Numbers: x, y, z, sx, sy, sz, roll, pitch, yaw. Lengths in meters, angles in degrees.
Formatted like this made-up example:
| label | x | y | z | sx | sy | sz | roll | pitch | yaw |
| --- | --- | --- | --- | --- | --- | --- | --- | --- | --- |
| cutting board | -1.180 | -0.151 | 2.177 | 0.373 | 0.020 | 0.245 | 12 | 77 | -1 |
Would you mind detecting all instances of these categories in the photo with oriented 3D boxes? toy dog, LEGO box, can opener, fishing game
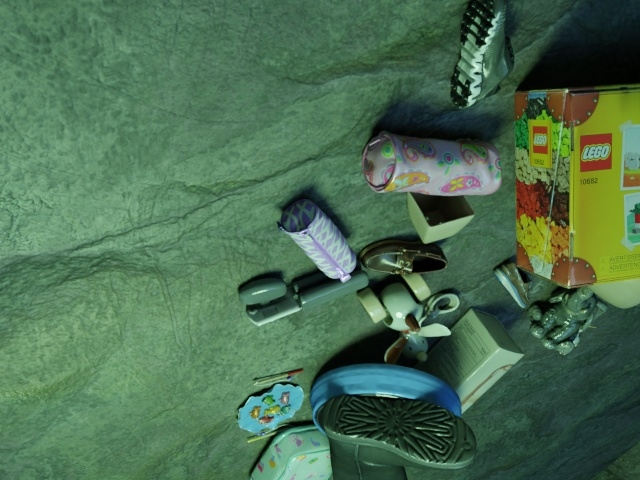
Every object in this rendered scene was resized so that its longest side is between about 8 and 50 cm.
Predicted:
| label | x | y | z | sx | sy | sz | roll | pitch | yaw |
| --- | --- | --- | --- | --- | --- | --- | --- | --- | --- |
| toy dog | 0.222 | 0.208 | 1.701 | 0.220 | 0.161 | 0.334 | -42 | 137 | 14 |
| LEGO box | 0.660 | -0.131 | 1.426 | 0.501 | 0.193 | 0.372 | -6 | 101 | -13 |
| can opener | -0.032 | 0.105 | 1.523 | 0.281 | 0.074 | 0.093 | -17 | 136 | -15 |
| fishing game | -0.124 | 0.436 | 1.820 | 0.189 | 0.041 | 0.264 | -9 | 134 | -25 |

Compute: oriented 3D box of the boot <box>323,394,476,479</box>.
| label | x | y | z | sx | sy | sz | roll | pitch | yaw |
| --- | --- | --- | --- | --- | --- | --- | --- | --- | --- |
| boot | 0.195 | 0.569 | 1.779 | 0.367 | 0.146 | 0.445 | 12 | 138 | 18 |

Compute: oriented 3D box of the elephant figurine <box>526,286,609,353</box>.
| label | x | y | z | sx | sy | sz | roll | pitch | yaw |
| --- | --- | --- | --- | --- | --- | --- | --- | --- | --- |
| elephant figurine | 0.697 | 0.185 | 1.940 | 0.169 | 0.186 | 0.239 | 26 | 123 | -12 |

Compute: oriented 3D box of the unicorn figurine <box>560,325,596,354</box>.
| label | x | y | z | sx | sy | sz | roll | pitch | yaw |
| --- | --- | --- | --- | --- | --- | --- | --- | --- | --- |
| unicorn figurine | 0.767 | 0.291 | 2.174 | 0.111 | 0.060 | 0.162 | -31 | 154 | 0 |

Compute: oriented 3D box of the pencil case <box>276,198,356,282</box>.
| label | x | y | z | sx | sy | sz | roll | pitch | yaw |
| --- | --- | --- | --- | --- | --- | --- | --- | --- | --- |
| pencil case | 0.000 | 0.000 | 1.429 | 0.086 | 0.088 | 0.206 | -37 | 139 | 6 |

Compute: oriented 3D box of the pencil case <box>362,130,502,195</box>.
| label | x | y | z | sx | sy | sz | roll | pitch | yaw |
| --- | --- | --- | --- | --- | --- | --- | --- | --- | --- |
| pencil case | 0.223 | -0.149 | 1.393 | 0.284 | 0.124 | 0.124 | -1 | 131 | -30 |

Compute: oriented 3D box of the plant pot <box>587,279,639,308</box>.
| label | x | y | z | sx | sy | sz | roll | pitch | yaw |
| --- | --- | --- | --- | --- | --- | --- | --- | --- | --- |
| plant pot | 0.696 | -0.003 | 1.718 | 0.191 | 0.284 | 0.284 | 24 | 122 | -4 |

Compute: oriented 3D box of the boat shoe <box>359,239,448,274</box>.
| label | x | y | z | sx | sy | sz | roll | pitch | yaw |
| --- | --- | --- | --- | --- | --- | --- | --- | --- | --- |
| boat shoe | 0.190 | 0.042 | 1.589 | 0.207 | 0.073 | 0.073 | -6 | 134 | -23 |

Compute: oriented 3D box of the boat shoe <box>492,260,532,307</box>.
| label | x | y | z | sx | sy | sz | roll | pitch | yaw |
| --- | --- | --- | --- | --- | --- | --- | --- | --- | --- |
| boat shoe | 0.514 | 0.115 | 1.845 | 0.066 | 0.066 | 0.183 | -40 | 137 | 9 |

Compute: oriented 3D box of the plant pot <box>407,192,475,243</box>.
| label | x | y | z | sx | sy | sz | roll | pitch | yaw |
| --- | --- | --- | --- | --- | --- | --- | --- | --- | --- |
| plant pot | 0.246 | -0.055 | 1.506 | 0.109 | 0.109 | 0.096 | -16 | 148 | -16 |

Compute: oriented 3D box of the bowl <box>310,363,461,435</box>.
| label | x | y | z | sx | sy | sz | roll | pitch | yaw |
| --- | --- | --- | --- | --- | --- | --- | --- | --- | --- |
| bowl | 0.163 | 0.445 | 1.823 | 0.391 | 0.077 | 0.391 | 6 | 142 | 5 |

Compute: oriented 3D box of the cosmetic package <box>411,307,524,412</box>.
| label | x | y | z | sx | sy | sz | roll | pitch | yaw |
| --- | --- | --- | --- | --- | --- | --- | --- | --- | --- |
| cosmetic package | 0.384 | 0.344 | 1.934 | 0.129 | 0.153 | 0.296 | 19 | 121 | -41 |

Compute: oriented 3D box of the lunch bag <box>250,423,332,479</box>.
| label | x | y | z | sx | sy | sz | roll | pitch | yaw |
| --- | --- | --- | --- | --- | --- | --- | --- | --- | --- |
| lunch bag | -0.060 | 0.628 | 1.989 | 0.224 | 0.108 | 0.279 | -1 | 134 | -36 |

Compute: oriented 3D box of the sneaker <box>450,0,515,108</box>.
| label | x | y | z | sx | sy | sz | roll | pitch | yaw |
| --- | --- | --- | --- | --- | --- | --- | --- | --- | --- |
| sneaker | 0.305 | -0.347 | 1.275 | 0.106 | 0.078 | 0.234 | -16 | 140 | -19 |
